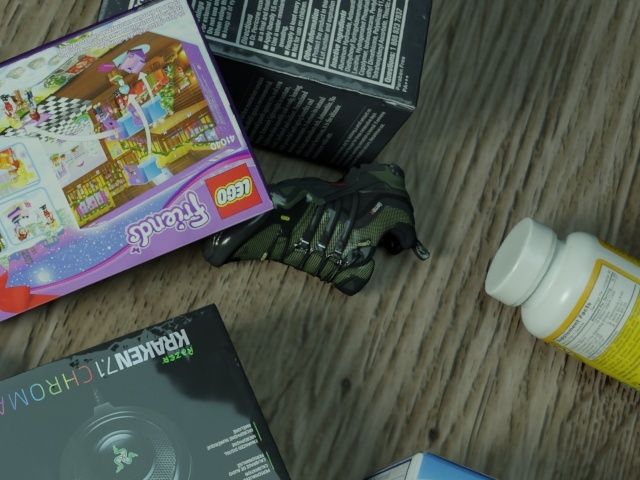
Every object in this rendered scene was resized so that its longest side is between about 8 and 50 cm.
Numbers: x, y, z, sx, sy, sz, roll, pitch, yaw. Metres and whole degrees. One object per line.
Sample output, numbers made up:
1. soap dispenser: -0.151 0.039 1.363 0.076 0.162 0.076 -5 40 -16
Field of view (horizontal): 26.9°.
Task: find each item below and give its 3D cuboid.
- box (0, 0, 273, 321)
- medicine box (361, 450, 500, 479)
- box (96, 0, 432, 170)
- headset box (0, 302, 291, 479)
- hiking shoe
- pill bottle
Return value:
1. box: -0.212 -0.066 1.145 0.293 0.057 0.201 -22 106 0
2. medicine box: 0.136 0.370 1.159 0.263 0.149 0.289 23 66 -9
3. box: -0.051 -0.258 1.299 0.294 0.183 0.296 15 68 -11
4. headset box: -0.155 0.234 1.119 0.246 0.131 0.283 -19 79 -23
5. hiking shoe: 0.000 0.000 1.280 0.227 0.086 0.114 -17 74 -24
6. pill bottle: 0.275 0.063 1.332 0.208 0.117 0.117 28 65 -8
